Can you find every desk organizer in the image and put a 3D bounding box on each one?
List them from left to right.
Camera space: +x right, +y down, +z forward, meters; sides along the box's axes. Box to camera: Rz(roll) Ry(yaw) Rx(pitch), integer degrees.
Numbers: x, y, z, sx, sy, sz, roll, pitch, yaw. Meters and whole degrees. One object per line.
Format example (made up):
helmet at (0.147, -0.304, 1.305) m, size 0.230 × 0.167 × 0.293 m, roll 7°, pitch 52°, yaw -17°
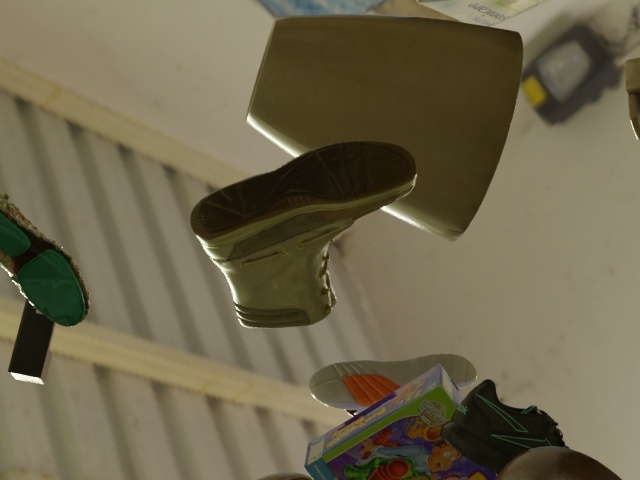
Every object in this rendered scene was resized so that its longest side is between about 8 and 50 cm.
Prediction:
desk organizer at (-0.391, 0.130, 1.820) m, size 0.047 × 0.050 × 0.130 m, roll 10°, pitch -109°, yaw 1°

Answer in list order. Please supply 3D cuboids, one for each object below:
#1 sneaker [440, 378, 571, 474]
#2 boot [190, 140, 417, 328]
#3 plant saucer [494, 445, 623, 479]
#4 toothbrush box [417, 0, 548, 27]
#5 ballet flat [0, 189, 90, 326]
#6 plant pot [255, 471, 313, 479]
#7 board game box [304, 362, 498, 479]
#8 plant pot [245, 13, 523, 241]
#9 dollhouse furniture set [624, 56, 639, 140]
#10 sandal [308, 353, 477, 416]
sneaker at (0.292, 0.282, 1.713) m, size 0.267 × 0.106 × 0.101 m, roll 31°, pitch 175°, yaw -3°
boot at (0.000, 0.000, 1.249) m, size 0.165 × 0.213 × 0.077 m, roll 70°, pitch -177°, yaw -46°
plant saucer at (0.262, 0.380, 1.421) m, size 0.050 × 0.311 × 0.311 m, roll -8°, pitch -123°, yaw -35°
toothbrush box at (0.272, -0.390, 1.665) m, size 0.206 × 0.283 × 0.122 m, roll 5°, pitch -111°, yaw -59°
ballet flat at (-0.375, 0.007, 1.678) m, size 0.241 × 0.091 × 0.077 m, roll 54°, pitch -167°, yaw -29°
plant pot at (-0.103, 0.364, 1.588) m, size 0.032 × 0.236 × 0.236 m, roll 41°, pitch -161°, yaw 24°
board game box at (0.172, 0.381, 1.887) m, size 0.347 × 0.233 × 0.078 m, roll 53°, pitch -166°, yaw -12°
plant pot at (0.060, -0.157, 1.523) m, size 0.274 × 0.257 × 0.256 m, roll 16°, pitch -149°, yaw -6°
dollhouse furniture set at (0.644, -0.141, 1.983) m, size 0.286 × 0.303 × 0.198 m, roll 57°, pitch -150°, yaw -43°
sandal at (0.114, 0.238, 2.028) m, size 0.265 × 0.076 × 0.102 m, roll -4°, pitch -143°, yaw -12°
